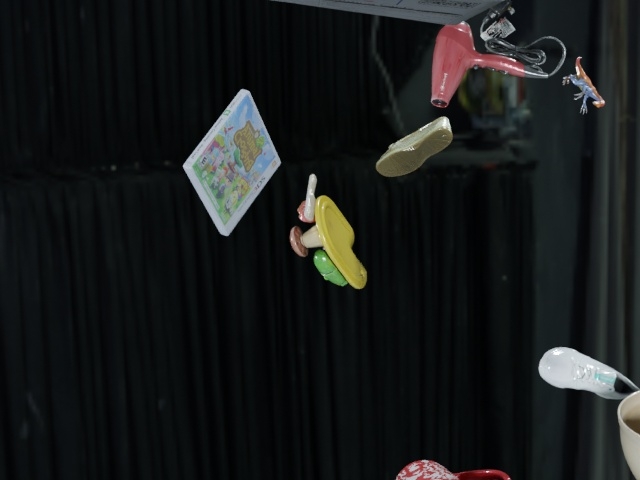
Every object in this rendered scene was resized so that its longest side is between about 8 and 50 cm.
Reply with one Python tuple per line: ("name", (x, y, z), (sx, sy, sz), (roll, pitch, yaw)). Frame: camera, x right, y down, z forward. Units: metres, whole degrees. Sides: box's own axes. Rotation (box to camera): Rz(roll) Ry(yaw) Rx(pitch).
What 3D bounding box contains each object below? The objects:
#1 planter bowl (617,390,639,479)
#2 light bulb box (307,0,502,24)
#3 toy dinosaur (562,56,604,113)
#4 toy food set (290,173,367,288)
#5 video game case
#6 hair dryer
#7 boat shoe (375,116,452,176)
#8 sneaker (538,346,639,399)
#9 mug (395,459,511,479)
("planter bowl", (0.428, 0.252, 1.228), (0.162, 0.109, 0.162), (-4, 17, 1))
("light bulb box", (0.019, -0.374, 1.139), (0.357, 0.225, 0.361), (7, 7, -2))
("toy dinosaur", (0.463, -0.266, 1.838), (0.082, 0.090, 0.047), (27, 13, 26))
("toy food set", (0.000, 0.000, 1.737), (0.071, 0.218, 0.128), (-20, 41, 19))
("video game case", (-0.159, -0.142, 1.967), (0.023, 0.193, 0.212), (21, -26, 29))
("hair dryer", (0.340, -0.383, 2.202), (0.293, 0.224, 0.080), (-36, -27, -4))
("boat shoe", (0.165, -0.166, 1.872), (0.153, 0.056, 0.048), (-33, 34, 26))
("sneaker", (0.527, 0.261, 2.052), (0.212, 0.080, 0.094), (17, -5, -23))
("mug", (0.179, 0.367, 1.445), (0.150, 0.113, 0.169), (0, 3, -10))
